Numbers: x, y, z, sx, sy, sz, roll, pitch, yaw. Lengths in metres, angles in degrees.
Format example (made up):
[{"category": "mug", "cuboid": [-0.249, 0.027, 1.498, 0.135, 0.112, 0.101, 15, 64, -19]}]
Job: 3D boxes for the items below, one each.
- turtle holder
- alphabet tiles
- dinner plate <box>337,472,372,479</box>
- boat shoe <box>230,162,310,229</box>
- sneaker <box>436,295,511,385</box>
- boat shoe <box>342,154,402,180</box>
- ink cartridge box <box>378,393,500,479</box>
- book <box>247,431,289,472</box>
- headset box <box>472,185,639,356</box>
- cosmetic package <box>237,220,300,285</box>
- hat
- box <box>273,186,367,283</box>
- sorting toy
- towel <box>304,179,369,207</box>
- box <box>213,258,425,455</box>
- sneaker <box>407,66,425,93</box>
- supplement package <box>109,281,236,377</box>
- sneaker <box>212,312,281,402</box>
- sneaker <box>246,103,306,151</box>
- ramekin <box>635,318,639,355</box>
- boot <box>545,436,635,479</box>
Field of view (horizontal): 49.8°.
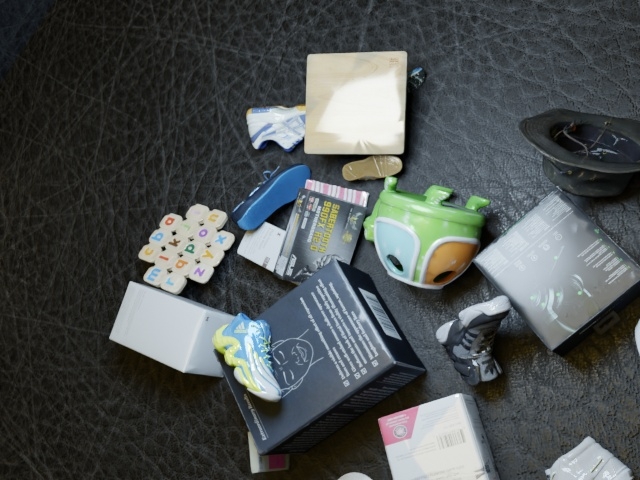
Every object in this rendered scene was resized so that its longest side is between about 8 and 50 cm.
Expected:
[{"category": "turtle holder", "cuboid": [0.216, -0.022, 1.609, 0.320, 0.243, 0.227, 17, 100, 26]}, {"category": "alphabet tiles", "cuboid": [-0.389, 0.021, 2.004, 0.278, 0.021, 0.284, 17, 65, 30]}, {"category": "dinner plate", "cuboid": [0.080, 0.622, 1.627, 0.141, 0.017, 0.141, -9, 72, 28]}, {"category": "boat shoe", "cuboid": [-0.143, -0.136, 1.876, 0.258, 0.109, 0.089, -36, 37, -26]}, {"category": "sneaker", "cuboid": [0.354, 0.221, 1.486, 0.101, 0.268, 0.153, -16, 73, -22]}, {"category": "boat shoe", "cuboid": [0.142, -0.192, 1.801, 0.170, 0.059, 0.062, -3, 95, 31]}, {"category": "ink cartridge box", "cuboid": [0.268, 0.500, 1.498, 0.207, 0.117, 0.282, -23, 65, 21]}, {"category": "book", "cuboid": [-0.124, 0.518, 1.693, 0.035, 0.144, 0.096, -16, 68, 24]}, {"category": "headset box", "cuboid": [0.518, 0.075, 1.475, 0.246, 0.131, 0.283, -44, 60, 11]}, {"category": "cosmetic package", "cuboid": [-0.100, 0.034, 1.856, 0.231, 0.085, 0.117, 24, 88, 33]}, {"category": "hat", "cuboid": [0.584, -0.169, 1.487, 0.331, 0.331, 0.133, 27, 128, 32]}, {"category": "box", "cuboid": [0.000, 0.000, 1.730, 0.056, 0.183, 0.230, 26, 99, 57]}, {"category": "sorting toy", "cuboid": [0.097, -0.347, 1.780, 0.257, 0.089, 0.255, 2, 91, 15]}, {"category": "towel", "cuboid": [0.024, -0.081, 1.852, 0.197, 0.029, 0.144, 16, 85, 31]}, {"category": "box", "cuboid": [-0.006, 0.288, 1.656, 0.395, 0.212, 0.293, -37, 62, 14]}, {"category": "sneaker", "cuboid": [0.200, -0.426, 1.836, 0.162, 0.063, 0.073, -21, 64, 22]}, {"category": "supplement package", "cuboid": [-0.399, 0.246, 1.904, 0.293, 0.177, 0.175, 15, 83, 32]}, {"category": "sneaker", "cuboid": [-0.149, 0.254, 1.568, 0.240, 0.091, 0.126, 40, 96, 32]}, {"category": "sneaker", "cuboid": [-0.062, -0.318, 1.941, 0.297, 0.112, 0.130, 0, 104, 22]}, {"category": "ramekin", "cuboid": [0.692, 0.231, 1.267, 0.127, 0.273, 0.272, -31, 63, 31]}, {"category": "boot", "cuboid": [0.498, 0.520, 1.392, 0.258, 0.095, 0.123, -45, 53, 1]}]
